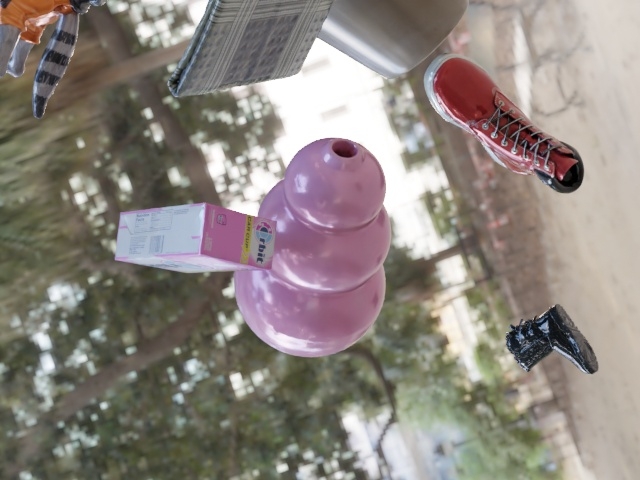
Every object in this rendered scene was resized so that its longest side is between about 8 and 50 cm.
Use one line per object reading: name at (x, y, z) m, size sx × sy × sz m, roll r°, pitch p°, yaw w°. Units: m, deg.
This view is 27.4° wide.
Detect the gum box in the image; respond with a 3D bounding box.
gum box at (-0.155, 0.000, 1.583) m, size 0.107 × 0.188 × 0.062 m, roll 14°, pitch -101°, yaw -41°

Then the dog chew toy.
dog chew toy at (0.000, 0.000, 1.719) m, size 0.332 × 0.206 × 0.207 m, roll 104°, pitch 159°, yaw -45°

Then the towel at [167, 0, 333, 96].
towel at (-0.060, -0.349, 1.783) m, size 0.056 × 0.324 × 0.312 m, roll 39°, pitch -151°, yaw 18°

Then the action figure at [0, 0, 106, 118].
action figure at (-0.308, -0.332, 1.714) m, size 0.178 × 0.330 × 0.341 m, roll 45°, pitch -177°, yaw 4°

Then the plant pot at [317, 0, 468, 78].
plant pot at (0.081, -0.425, 2.132) m, size 0.280 × 0.323 × 0.323 m, roll 43°, pitch -167°, yaw -15°

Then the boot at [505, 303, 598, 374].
boot at (0.331, 0.158, 1.897) m, size 0.121 × 0.099 × 0.045 m, roll 56°, pitch -151°, yaw 4°

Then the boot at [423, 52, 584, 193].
boot at (0.258, -0.156, 1.777) m, size 0.244 × 0.088 × 0.176 m, roll 38°, pitch 180°, yaw -36°
